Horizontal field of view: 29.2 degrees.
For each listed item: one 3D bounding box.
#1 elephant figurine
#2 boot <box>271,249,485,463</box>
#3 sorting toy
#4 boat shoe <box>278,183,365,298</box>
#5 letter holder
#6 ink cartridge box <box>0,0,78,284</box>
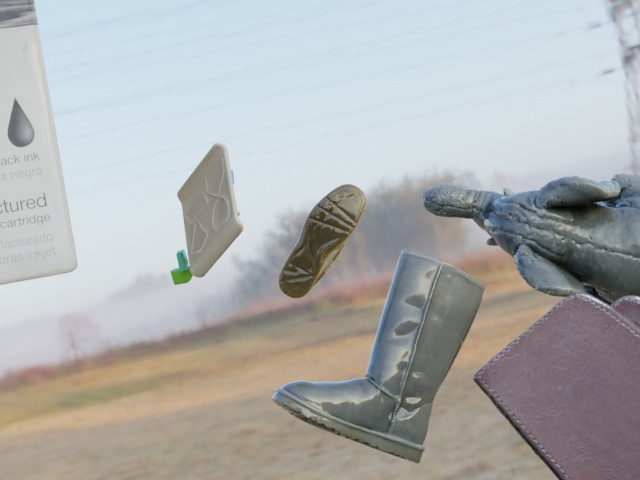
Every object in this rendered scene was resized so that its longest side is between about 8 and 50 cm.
[{"bbox_3d":[0.259,-0.003,1.329,0.239,0.169,0.186,13,-34,-25],"label":"elephant figurine"},{"bbox_3d":[0.064,0.107,1.278,0.189,0.208,0.076,23,-7,-22],"label":"boot"},{"bbox_3d":[-0.070,-0.010,0.730,0.012,0.062,0.083,8,-38,-33],"label":"sorting toy"},{"bbox_3d":[0.000,0.000,1.298,0.135,0.050,0.045,-54,-3,-3],"label":"boat shoe"},{"bbox_3d":[0.310,0.167,0.983,0.214,0.302,0.152,-41,-36,2],"label":"letter holder"},{"bbox_3d":[-0.278,-0.106,0.765,0.207,0.283,0.117,-10,8,-15],"label":"ink cartridge box"}]
